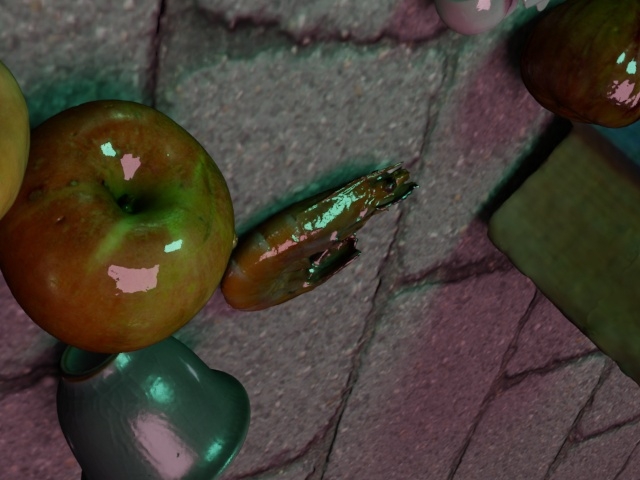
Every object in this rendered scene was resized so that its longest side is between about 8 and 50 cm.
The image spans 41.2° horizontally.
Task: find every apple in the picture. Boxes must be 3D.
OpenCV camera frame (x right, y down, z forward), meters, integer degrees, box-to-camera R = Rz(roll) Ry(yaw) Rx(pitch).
[{"bbox_3d":[-0.168,-0.006,0.692,0.196,0.196,0.196,-22,138,-22],"label":"apple"}]

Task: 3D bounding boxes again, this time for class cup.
[{"bbox_3d":[-0.191,0.158,0.859,0.199,0.199,0.150,-33,122,-9],"label":"cup"}]

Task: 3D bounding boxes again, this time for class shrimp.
[{"bbox_3d":[0.000,0.000,0.936,0.248,0.068,0.150,-34,153,0],"label":"shrimp"}]

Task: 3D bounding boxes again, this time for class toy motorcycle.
[{"bbox_3d":[0.220,-0.284,0.804,0.254,0.112,0.112,-41,141,-2],"label":"toy motorcycle"}]

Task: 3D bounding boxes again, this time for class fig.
[{"bbox_3d":[0.303,-0.206,0.927,0.202,0.148,0.149,-57,-171,-30],"label":"fig"}]

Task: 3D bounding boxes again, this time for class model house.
[{"bbox_3d":[0.487,-0.012,1.114,0.343,0.334,0.382,-52,150,16],"label":"model house"}]

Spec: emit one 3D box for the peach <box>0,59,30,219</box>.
[{"bbox_3d":[-0.279,-0.062,0.552,0.184,0.184,0.184,-22,138,-22],"label":"peach"}]

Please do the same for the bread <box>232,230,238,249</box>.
[{"bbox_3d":[-0.126,0.007,0.859,0.088,0.033,0.049,-29,126,-20],"label":"bread"}]
